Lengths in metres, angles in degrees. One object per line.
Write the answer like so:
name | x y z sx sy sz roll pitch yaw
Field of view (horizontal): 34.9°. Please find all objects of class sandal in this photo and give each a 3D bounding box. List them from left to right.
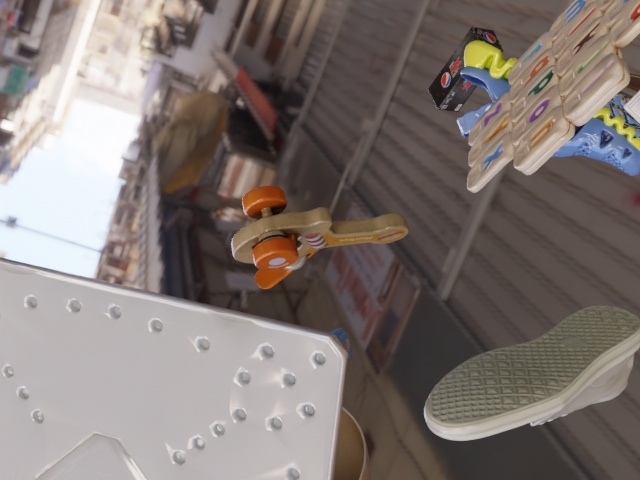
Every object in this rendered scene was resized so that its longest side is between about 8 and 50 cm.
sandal | 0.333 -0.171 1.520 0.317 0.138 0.126 30 -175 16

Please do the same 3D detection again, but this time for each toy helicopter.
toy helicopter | 0.000 0.000 1.985 0.355 0.235 0.140 -6 -115 -18

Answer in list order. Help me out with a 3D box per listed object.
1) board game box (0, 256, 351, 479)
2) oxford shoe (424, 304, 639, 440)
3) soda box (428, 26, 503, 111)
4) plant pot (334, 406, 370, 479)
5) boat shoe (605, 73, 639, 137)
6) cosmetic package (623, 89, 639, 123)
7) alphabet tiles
board game box | -0.173 0.221 0.860 0.390 0.389 0.050 11 -166 20
oxford shoe | 0.353 0.234 1.623 0.449 0.130 0.169 -19 -146 -34
soda box | 0.274 -0.323 1.930 0.053 0.169 0.060 3 -128 -31
plant pot | -0.040 0.419 1.651 0.284 0.284 0.191 33 153 44
boat shoe | 0.586 -0.200 1.642 0.324 0.120 0.122 31 157 24
cosmetic package | 0.458 -0.176 1.197 0.099 0.060 0.239 49 -134 9
alphabet tiles | 0.254 -0.174 1.068 0.021 0.278 0.284 36 -151 -11
